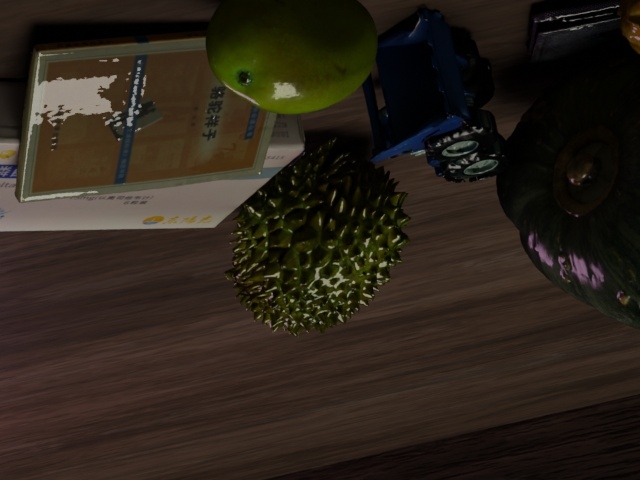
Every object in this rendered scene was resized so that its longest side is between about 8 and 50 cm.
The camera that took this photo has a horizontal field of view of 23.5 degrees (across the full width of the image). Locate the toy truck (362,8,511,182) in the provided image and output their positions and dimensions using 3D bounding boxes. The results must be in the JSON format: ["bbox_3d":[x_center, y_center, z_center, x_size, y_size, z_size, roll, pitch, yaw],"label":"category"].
[{"bbox_3d":[0.102,-0.129,1.482,0.126,0.113,0.208,-16,161,13],"label":"toy truck"}]

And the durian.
[{"bbox_3d":[0.000,0.002,1.688,0.176,0.200,0.237,32,145,3],"label":"durian"}]

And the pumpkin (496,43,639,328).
[{"bbox_3d":[0.339,-0.063,1.539,0.257,0.328,0.291,20,108,-38],"label":"pumpkin"}]

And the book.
[{"bbox_3d":[-0.146,-0.112,1.364,0.241,0.018,0.170,-9,136,-27],"label":"book"}]

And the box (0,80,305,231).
[{"bbox_3d":[-0.208,-0.076,1.485,0.343,0.065,0.200,-1,157,-34],"label":"box"}]

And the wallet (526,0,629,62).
[{"bbox_3d":[0.282,-0.213,1.492,0.166,0.030,0.111,-12,171,1],"label":"wallet"}]

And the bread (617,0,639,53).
[{"bbox_3d":[0.367,-0.231,1.321,0.240,0.139,0.240,-12,162,-4],"label":"bread"}]

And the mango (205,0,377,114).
[{"bbox_3d":[-0.019,-0.162,1.286,0.163,0.117,0.089,-4,147,-32],"label":"mango"}]
